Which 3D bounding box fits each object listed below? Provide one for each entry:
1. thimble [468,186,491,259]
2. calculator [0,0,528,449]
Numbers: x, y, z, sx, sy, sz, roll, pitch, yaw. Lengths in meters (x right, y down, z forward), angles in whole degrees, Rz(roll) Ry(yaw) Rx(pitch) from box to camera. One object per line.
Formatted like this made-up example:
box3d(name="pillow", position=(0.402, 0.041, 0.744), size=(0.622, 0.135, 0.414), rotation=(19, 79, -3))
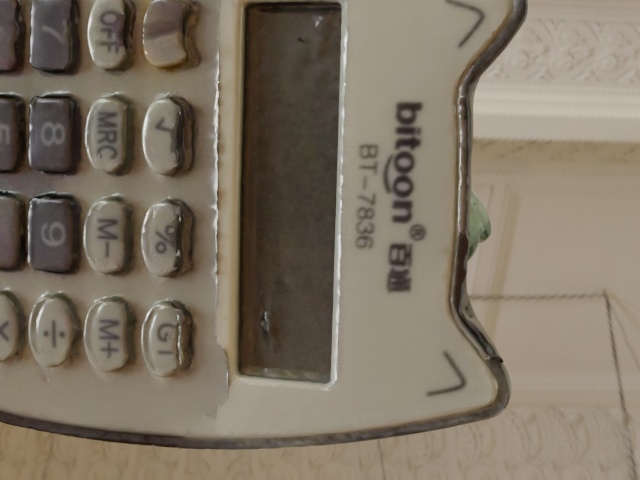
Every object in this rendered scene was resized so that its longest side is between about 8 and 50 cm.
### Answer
box3d(name="thimble", position=(0.000, 0.000, 0.956), size=(0.288, 0.254, 0.167), rotation=(-36, -83, -20))
box3d(name="calculator", position=(-0.066, -0.018, 0.366), size=(0.268, 0.040, 0.177), rotation=(4, -86, 11))
